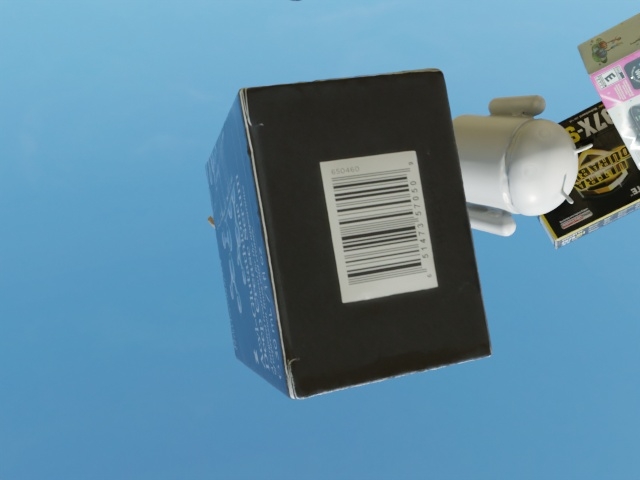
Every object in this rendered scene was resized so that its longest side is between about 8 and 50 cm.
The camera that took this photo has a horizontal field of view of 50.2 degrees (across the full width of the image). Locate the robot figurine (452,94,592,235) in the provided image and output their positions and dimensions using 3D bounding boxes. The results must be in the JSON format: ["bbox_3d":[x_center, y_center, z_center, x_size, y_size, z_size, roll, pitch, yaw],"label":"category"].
[{"bbox_3d":[0.384,-0.163,1.442,0.354,0.299,0.200,15,-175,43],"label":"robot figurine"}]

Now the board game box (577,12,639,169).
[{"bbox_3d":[0.595,-0.274,1.058,0.304,0.224,0.097,-27,-145,26],"label":"board game box"}]

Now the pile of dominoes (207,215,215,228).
[{"bbox_3d":[-0.106,0.052,1.192,0.040,0.251,0.196,-44,-99,4],"label":"pile of dominoes"}]

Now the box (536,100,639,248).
[{"bbox_3d":[0.626,-0.166,1.577,0.322,0.079,0.257,-27,-115,8],"label":"box"}]

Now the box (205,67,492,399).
[{"bbox_3d":[0.000,0.000,0.823,0.212,0.395,0.293,-9,-92,-14],"label":"box"}]
